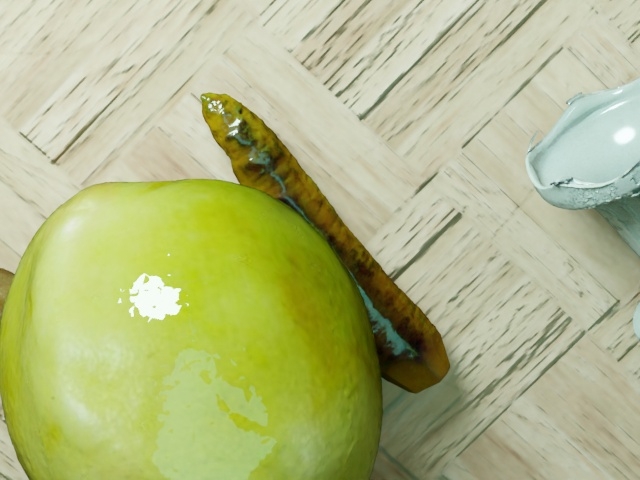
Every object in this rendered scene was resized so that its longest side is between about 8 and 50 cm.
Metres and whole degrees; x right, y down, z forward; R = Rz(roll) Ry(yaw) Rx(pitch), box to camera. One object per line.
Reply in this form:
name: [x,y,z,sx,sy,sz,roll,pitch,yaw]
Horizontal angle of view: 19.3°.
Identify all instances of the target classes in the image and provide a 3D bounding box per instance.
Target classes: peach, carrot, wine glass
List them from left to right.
peach: [-0.092,0.105,1.445,0.314,0.316,0.281,18,147,-39]
carrot: [0.000,0.000,1.558,0.066,0.066,0.314,-35,107,7]
wine glass: [0.277,-0.021,1.531,0.165,0.165,0.196,-29,112,4]

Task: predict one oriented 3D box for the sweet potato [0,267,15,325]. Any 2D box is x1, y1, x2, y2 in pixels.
sweet potato: [-0.292,0.048,1.550,0.206,0.068,0.060,13,151,-1]
